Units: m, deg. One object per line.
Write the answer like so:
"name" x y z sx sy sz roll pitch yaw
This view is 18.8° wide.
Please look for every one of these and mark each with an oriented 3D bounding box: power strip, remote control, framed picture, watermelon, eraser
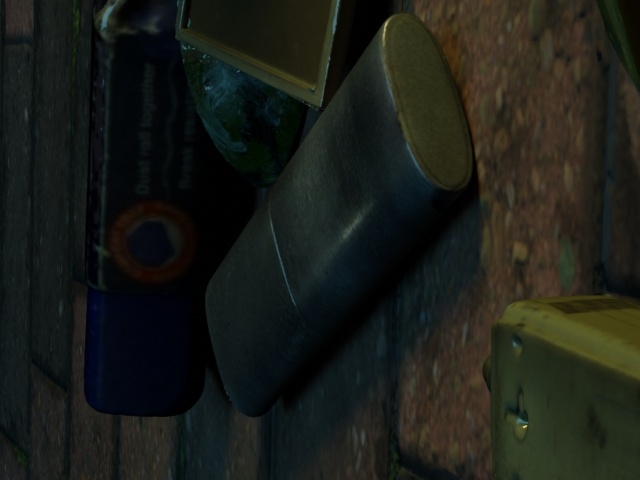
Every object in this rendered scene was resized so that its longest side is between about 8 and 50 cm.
"power strip" 0.146 0.085 0.681 0.387 0.066 0.092 -157 67 -68
"remote control" 0.000 0.000 1.149 0.377 0.044 0.107 127 136 -61
"framed picture" -0.023 -0.223 1.148 0.189 0.023 0.260 29 113 54
"watermelon" -0.038 -0.108 1.279 0.101 0.080 0.155 13 102 36
"eraser" -0.123 -0.048 1.417 0.155 0.101 0.332 -104 18 -65

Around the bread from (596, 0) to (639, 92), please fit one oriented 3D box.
"bread" 0.111 -0.108 0.747 0.139 0.084 0.074 108 154 -45
